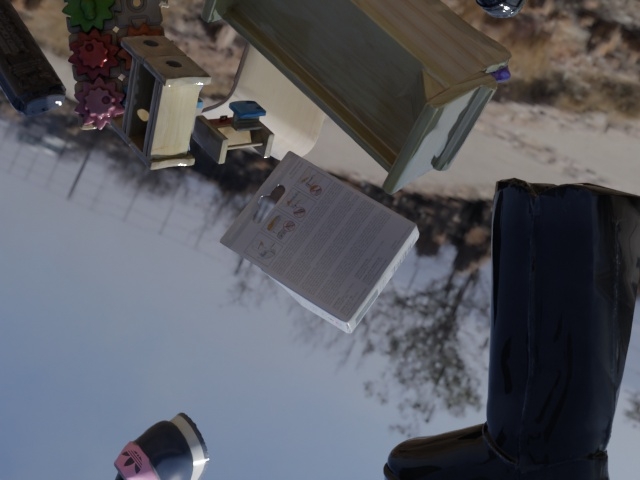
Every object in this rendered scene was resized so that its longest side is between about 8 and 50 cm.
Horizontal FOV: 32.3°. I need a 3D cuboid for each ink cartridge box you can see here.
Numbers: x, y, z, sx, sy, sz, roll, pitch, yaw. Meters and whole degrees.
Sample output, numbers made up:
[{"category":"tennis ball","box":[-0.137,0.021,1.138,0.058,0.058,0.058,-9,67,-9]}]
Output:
[{"category":"ink cartridge box","box":[0.000,0.000,1.636,0.232,0.189,0.066,30,161,20]}]

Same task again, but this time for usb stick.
[{"category":"usb stick","box":[-0.424,-0.272,1.461,0.077,0.045,0.278,-20,-120,-31]}]

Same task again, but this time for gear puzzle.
[{"category":"gear puzzle","box":[-0.331,-0.355,1.805,0.175,0.339,0.044,-7,-176,-7]}]

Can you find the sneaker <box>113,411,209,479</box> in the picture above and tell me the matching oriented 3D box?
[{"category":"sneaker","box":[-0.252,0.371,1.560,0.131,0.319,0.112,-22,-129,-35]}]

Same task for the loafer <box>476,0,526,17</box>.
[{"category":"loafer","box":[0.251,-0.386,1.368,0.076,0.223,0.078,19,172,42]}]

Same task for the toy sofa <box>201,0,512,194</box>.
[{"category":"toy sofa","box":[0.043,-0.243,1.345,0.362,0.150,0.177,44,-133,16]}]

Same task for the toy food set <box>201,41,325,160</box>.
[{"category":"toy food set","box":[-0.070,-0.307,1.817,0.092,0.306,0.219,9,168,39]}]

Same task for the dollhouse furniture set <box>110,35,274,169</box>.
[{"category":"dollhouse furniture set","box":[-0.163,-0.188,1.460,0.183,0.129,0.129,-10,-141,-36]}]

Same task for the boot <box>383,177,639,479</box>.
[{"category":"boot","box":[0.230,0.140,1.406,0.146,0.445,0.367,-9,-169,-42]}]
